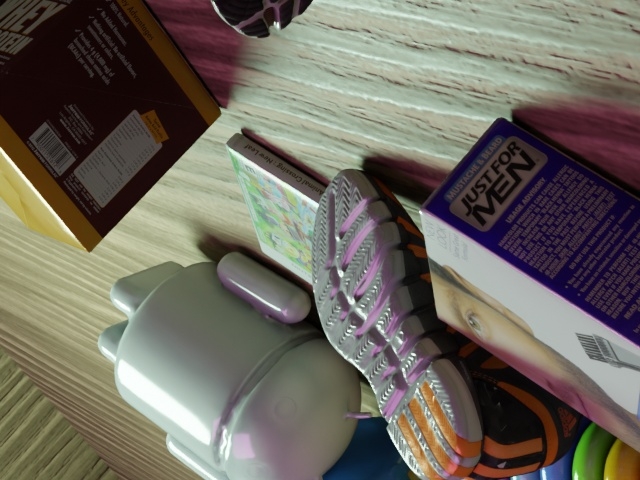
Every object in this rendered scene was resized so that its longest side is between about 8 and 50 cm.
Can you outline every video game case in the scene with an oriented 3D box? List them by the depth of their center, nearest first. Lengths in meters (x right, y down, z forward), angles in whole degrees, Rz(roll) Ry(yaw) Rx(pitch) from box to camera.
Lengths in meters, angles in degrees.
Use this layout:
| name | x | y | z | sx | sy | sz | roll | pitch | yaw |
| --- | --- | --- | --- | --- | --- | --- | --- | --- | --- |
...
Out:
| name | x | y | z | sx | sy | sz | roll | pitch | yaw |
| --- | --- | --- | --- | --- | --- | --- | --- | --- | --- |
| video game case | 0.000 | 0.000 | 1.662 | 0.193 | 0.023 | 0.212 | 33 | 159 | 25 |

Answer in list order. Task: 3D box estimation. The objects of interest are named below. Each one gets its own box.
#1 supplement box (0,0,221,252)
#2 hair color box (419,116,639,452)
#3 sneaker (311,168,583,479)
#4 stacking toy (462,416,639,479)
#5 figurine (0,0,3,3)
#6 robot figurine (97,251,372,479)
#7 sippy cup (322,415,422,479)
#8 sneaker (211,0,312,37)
| name | x | y | z | sx | sy | sz | roll | pitch | yaw |
| --- | --- | --- | --- | --- | --- | --- | --- | --- | --- |
| supplement box | -0.237 | -0.132 | 1.571 | 0.129 | 0.194 | 0.191 | 18 | 150 | 51 |
| hair color box | 0.240 | 0.071 | 1.212 | 0.339 | 0.110 | 0.185 | 35 | 162 | 24 |
| sneaker | 0.115 | 0.074 | 1.438 | 0.124 | 0.180 | 0.321 | -55 | 46 | 40 |
| stacking toy | 0.265 | 0.203 | 1.431 | 0.330 | 0.141 | 0.141 | 7 | 141 | 54 |
| figurine | -0.311 | -0.187 | 1.794 | 0.209 | 0.092 | 0.215 | 47 | 164 | 11 |
| robot figurine | -0.097 | 0.159 | 1.933 | 0.353 | 0.200 | 0.300 | 34 | 126 | 26 |
| sippy cup | 0.074 | 0.342 | 2.004 | 0.240 | 0.305 | 0.224 | -80 | -32 | -59 |
| sneaker | -0.079 | -0.267 | 1.151 | 0.118 | 0.107 | 0.279 | 49 | 170 | 49 |
